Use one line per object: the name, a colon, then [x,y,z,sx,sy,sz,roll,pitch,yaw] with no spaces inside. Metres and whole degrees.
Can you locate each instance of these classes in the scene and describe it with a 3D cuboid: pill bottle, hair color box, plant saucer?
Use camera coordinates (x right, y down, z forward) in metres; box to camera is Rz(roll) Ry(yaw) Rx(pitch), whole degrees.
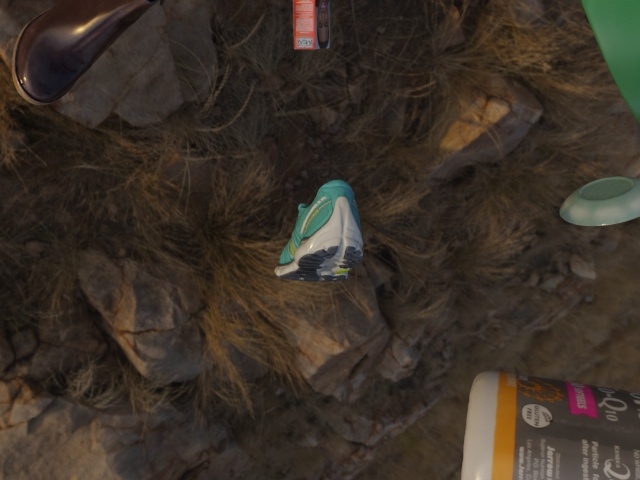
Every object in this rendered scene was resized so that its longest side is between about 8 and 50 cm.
pill bottle: [0.257,0.201,0.362,0.278,0.162,0.162,3,141,21]
hair color box: [-0.015,-0.400,0.797,0.072,0.043,0.141,-46,141,-58]
plant saucer: [0.616,-0.096,1.012,0.195,0.195,0.037,-29,112,-8]

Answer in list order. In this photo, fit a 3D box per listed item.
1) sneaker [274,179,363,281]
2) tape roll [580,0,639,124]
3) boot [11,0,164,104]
sneaker: [0.000,0.000,0.683,0.107,0.110,0.275,5,163,-15]
tape roll: [0.222,-0.239,0.316,0.077,0.321,0.321,-14,156,43]
boot: [-0.310,-0.307,0.651,0.090,0.206,0.248,43,55,-45]
